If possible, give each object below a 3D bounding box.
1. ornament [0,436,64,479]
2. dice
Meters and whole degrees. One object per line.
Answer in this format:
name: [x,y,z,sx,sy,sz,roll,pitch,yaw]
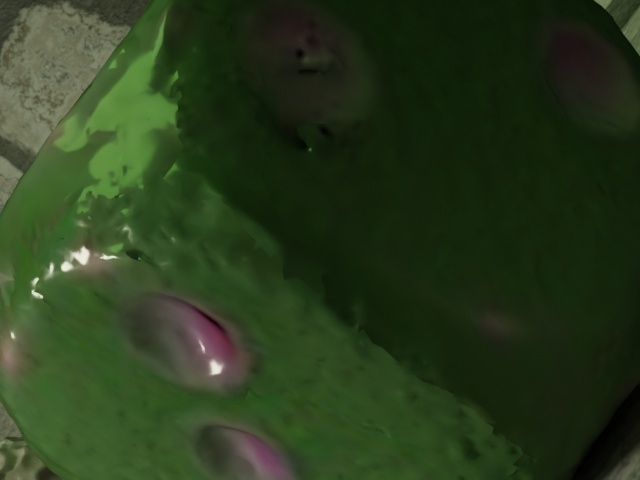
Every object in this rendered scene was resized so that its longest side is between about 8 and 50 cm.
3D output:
ornament: [-0.257,0.306,1.411,0.225,0.259,0.259,-55,6,-29]
dice: [0.000,0.000,0.847,0.322,0.330,0.318,-45,15,48]
